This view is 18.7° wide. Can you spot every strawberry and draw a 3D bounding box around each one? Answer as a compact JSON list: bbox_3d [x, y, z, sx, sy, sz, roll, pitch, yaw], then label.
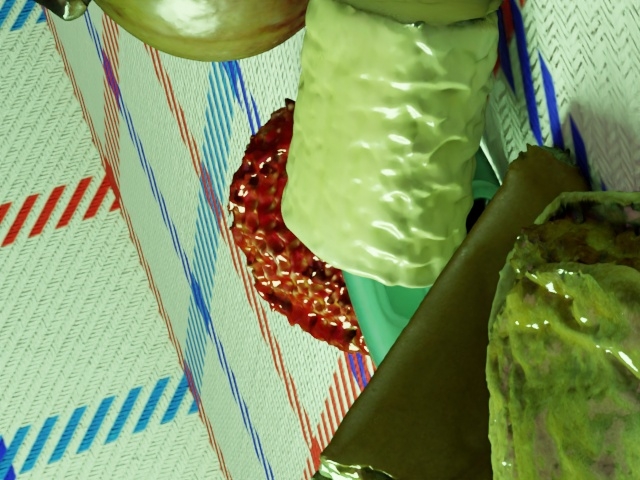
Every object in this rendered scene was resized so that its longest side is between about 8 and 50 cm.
[{"bbox_3d":[0.000,0.000,1.468,0.286,0.106,0.188,-129,22,-55],"label":"strawberry"}]

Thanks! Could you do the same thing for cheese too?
[{"bbox_3d":[0.041,-0.069,1.116,0.123,0.094,0.167,30,125,36],"label":"cheese"}]

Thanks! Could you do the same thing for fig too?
[{"bbox_3d":[-0.090,-0.235,1.327,0.235,0.214,0.235,-4,-90,-82],"label":"fig"}]

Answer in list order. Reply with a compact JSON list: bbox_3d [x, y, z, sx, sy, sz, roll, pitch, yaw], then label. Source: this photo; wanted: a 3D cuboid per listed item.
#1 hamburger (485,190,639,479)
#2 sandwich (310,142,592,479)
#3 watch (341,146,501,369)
[{"bbox_3d":[0.159,0.078,0.889,0.183,0.130,0.206,2,99,55],"label":"hamburger"},{"bbox_3d":[0.079,0.092,1.056,0.155,0.198,0.227,104,144,-68],"label":"sandwich"},{"bbox_3d":[0.081,0.033,1.258,0.195,0.068,0.237,-8,98,69],"label":"watch"}]
